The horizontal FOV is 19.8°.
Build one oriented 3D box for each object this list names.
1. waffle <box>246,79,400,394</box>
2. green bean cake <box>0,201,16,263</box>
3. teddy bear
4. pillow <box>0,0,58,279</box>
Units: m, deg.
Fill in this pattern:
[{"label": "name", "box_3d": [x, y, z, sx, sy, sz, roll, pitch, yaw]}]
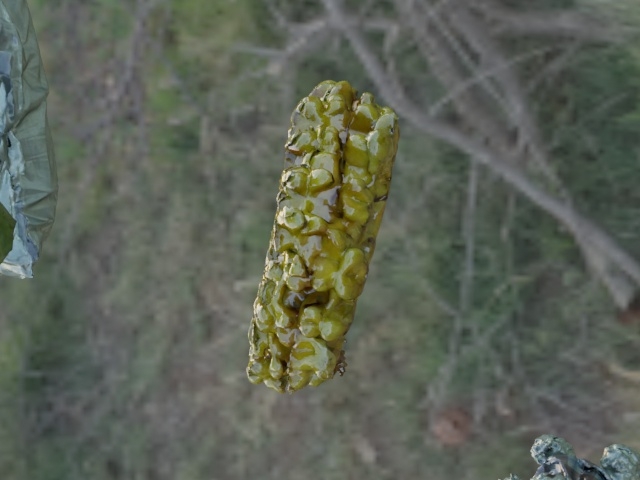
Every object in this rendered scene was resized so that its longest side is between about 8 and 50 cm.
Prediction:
[{"label": "waffle", "box_3d": [0.000, 0.000, 1.149, 0.193, 0.070, 0.197, -75, -2, -74]}, {"label": "green bean cake", "box_3d": [-0.306, 0.021, 1.068, 0.214, 0.113, 0.200, 12, 56, 36]}, {"label": "teddy bear", "box_3d": [0.240, 0.278, 1.871, 0.133, 0.213, 0.111, 5, 107, 28]}, {"label": "pillow", "box_3d": [-0.312, -0.084, 1.529, 0.310, 0.138, 0.283, -22, 78, 59]}]
